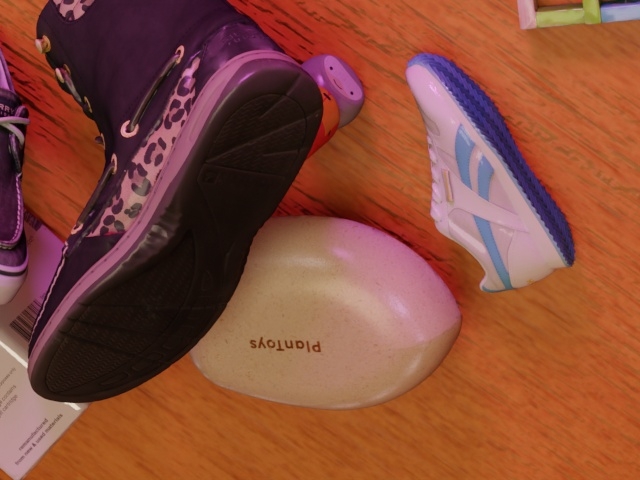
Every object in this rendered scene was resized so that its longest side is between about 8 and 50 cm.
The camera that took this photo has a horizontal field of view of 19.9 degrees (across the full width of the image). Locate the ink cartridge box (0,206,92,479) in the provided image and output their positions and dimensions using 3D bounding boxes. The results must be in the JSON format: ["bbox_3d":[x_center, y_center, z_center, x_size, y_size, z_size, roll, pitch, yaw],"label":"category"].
[{"bbox_3d":[-0.314,0.059,1.688,0.273,0.198,0.115,42,114,-3],"label":"ink cartridge box"}]

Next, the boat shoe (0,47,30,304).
[{"bbox_3d":[-0.313,-0.092,1.586,0.121,0.335,0.119,19,122,-42],"label":"boat shoe"}]

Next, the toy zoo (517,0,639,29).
[{"bbox_3d":[0.300,-0.282,1.506,0.293,0.030,0.192,-4,108,15],"label":"toy zoo"}]

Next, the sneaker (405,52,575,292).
[{"bbox_3d":[0.130,-0.057,1.599,0.092,0.087,0.229,-28,99,23],"label":"sneaker"}]

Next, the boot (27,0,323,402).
[{"bbox_3d":[-0.165,-0.074,1.562,0.138,0.284,0.377,9,126,-37],"label":"boot"}]

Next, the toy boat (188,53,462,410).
[{"bbox_3d":[0.000,0.000,1.635,0.267,0.148,0.318,7,118,17],"label":"toy boat"}]
